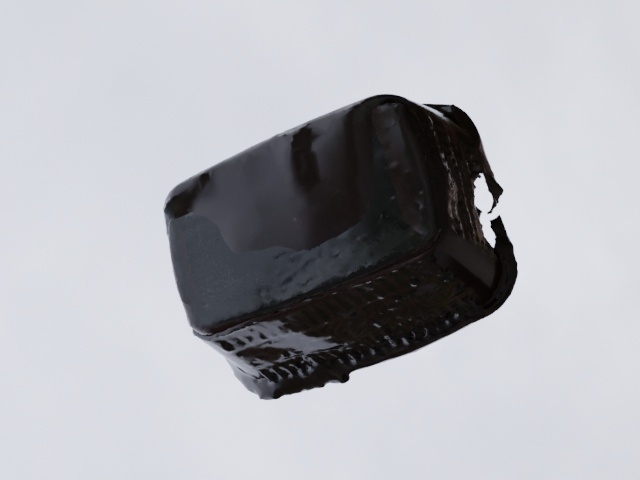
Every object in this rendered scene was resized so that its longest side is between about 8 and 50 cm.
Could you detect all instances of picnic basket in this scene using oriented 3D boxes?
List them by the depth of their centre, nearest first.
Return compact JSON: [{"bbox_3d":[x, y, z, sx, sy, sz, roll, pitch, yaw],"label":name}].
[{"bbox_3d":[0.000,0.000,0.889,0.129,0.297,0.222,27,-135,-60],"label":"picnic basket"}]
